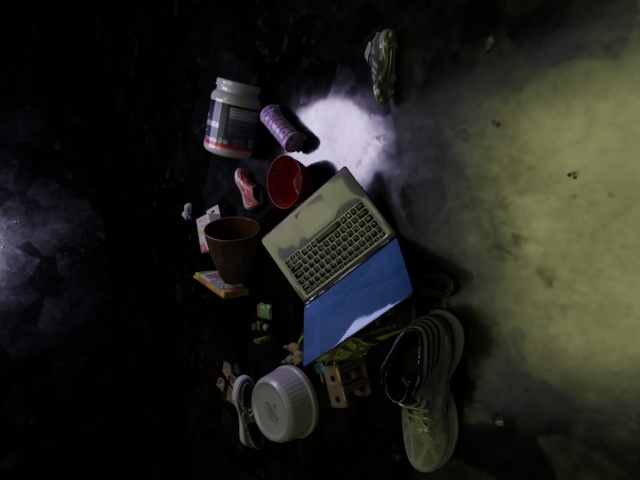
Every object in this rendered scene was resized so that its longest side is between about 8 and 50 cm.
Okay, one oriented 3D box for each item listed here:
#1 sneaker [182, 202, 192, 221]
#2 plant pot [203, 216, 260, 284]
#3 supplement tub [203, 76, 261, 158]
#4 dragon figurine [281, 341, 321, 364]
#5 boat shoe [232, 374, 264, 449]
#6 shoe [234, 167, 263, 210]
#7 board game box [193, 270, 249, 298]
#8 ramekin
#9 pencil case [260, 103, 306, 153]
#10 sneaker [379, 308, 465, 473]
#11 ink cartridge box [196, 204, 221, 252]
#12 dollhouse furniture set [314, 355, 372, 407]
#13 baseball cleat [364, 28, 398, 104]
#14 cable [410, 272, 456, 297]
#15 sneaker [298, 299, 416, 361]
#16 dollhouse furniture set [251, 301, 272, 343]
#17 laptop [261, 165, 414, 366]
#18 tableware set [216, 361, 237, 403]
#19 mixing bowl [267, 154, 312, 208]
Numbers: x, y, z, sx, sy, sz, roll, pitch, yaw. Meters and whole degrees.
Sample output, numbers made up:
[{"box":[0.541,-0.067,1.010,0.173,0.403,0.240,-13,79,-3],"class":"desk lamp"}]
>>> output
[{"box":[-0.644,-0.130,2.071,0.069,0.038,0.098,58,138,23],"class":"sneaker"},{"box":[-0.345,0.053,1.689,0.215,0.215,0.231,27,127,40],"class":"plant pot"},{"box":[-0.336,-0.468,1.629,0.191,0.191,0.273,29,113,40],"class":"supplement tub"},{"box":[-0.014,0.368,1.435,0.288,0.144,0.085,-15,81,12],"class":"dragon figurine"},{"box":[-0.282,0.700,1.717,0.102,0.108,0.302,0,95,45],"class":"boat shoe"},{"box":[-0.282,-0.215,1.687,0.081,0.063,0.178,-22,83,42],"class":"shoe"},{"box":[-0.432,0.181,1.816,0.259,0.124,0.039,20,105,42],"class":"board game box"},{"box":[-0.141,0.606,1.554,0.272,0.127,0.273,3,95,44],"class":"ramekin"},{"box":[-0.136,-0.403,1.513,0.088,0.086,0.206,-39,63,1],"class":"pencil case"},{"box":[0.230,0.410,1.079,0.169,0.257,0.448,10,100,44],"class":"sneaker"},{"box":[-0.499,-0.052,1.907,0.115,0.067,0.198,-18,80,45],"class":"ink cartridge box"},{"box":[0.046,0.453,1.355,0.183,0.129,0.129,-22,78,42],"class":"dollhouse furniture set"},{"box":[0.172,-0.494,1.221,0.109,0.072,0.206,20,103,57],"class":"baseball cleat"},{"box":[0.247,0.122,1.206,0.287,0.072,0.140,-16,65,32],"class":"cable"},{"box":[0.115,0.257,1.231,0.384,0.147,0.145,-25,41,35],"class":"sneaker"},{"box":[-0.237,0.327,1.678,0.076,0.058,0.152,1,94,44],"class":"dollhouse furniture set"},{"box":[0.016,0.060,1.208,0.382,0.236,0.408,-39,81,21],"class":"laptop"},{"box":[-0.416,0.642,1.906,0.141,0.020,0.169,35,117,38],"class":"tableware set"},{"box":[-0.093,-0.202,1.470,0.181,0.098,0.182,4,96,44],"class":"mixing bowl"}]
